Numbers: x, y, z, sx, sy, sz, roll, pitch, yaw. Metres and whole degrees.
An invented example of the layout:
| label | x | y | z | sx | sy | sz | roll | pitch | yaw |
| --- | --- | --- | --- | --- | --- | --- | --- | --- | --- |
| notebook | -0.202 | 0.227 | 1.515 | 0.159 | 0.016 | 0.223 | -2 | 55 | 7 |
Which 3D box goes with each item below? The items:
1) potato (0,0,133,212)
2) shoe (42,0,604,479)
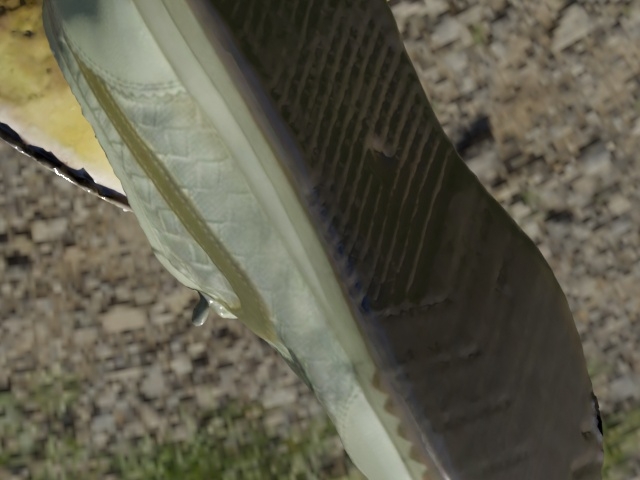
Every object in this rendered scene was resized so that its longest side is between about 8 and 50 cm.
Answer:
| label | x | y | z | sx | sy | sz | roll | pitch | yaw |
| --- | --- | --- | --- | --- | --- | --- | --- | --- | --- |
| potato | -0.181 | -0.251 | 1.282 | 0.290 | 0.397 | 0.296 | 26 | 103 | -50 |
| shoe | 0.000 | 0.000 | 0.615 | 0.098 | 0.103 | 0.274 | -23 | 98 | 42 |
